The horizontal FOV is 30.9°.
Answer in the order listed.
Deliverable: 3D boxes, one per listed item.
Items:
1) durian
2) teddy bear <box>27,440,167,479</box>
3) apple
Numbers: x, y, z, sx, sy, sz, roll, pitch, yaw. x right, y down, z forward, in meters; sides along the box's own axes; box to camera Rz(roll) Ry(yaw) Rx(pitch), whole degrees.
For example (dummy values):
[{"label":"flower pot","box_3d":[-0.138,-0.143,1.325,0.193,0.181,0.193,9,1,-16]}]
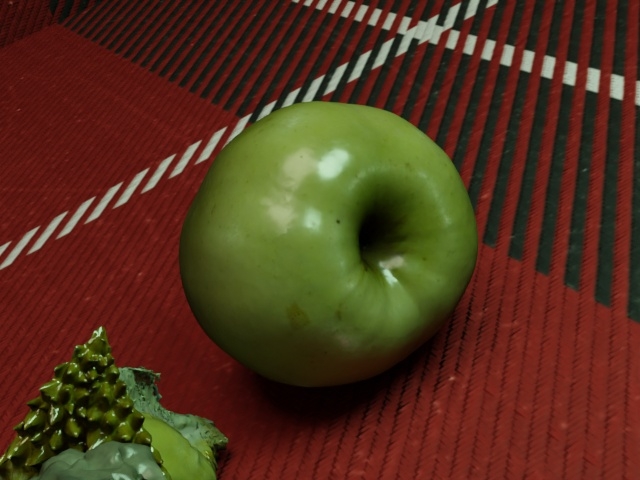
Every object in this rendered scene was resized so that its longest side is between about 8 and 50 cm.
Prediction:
[{"label":"durian","box_3d":[-0.151,0.175,0.863,0.172,0.306,0.167,-11,74,13]},{"label":"teddy bear","box_3d":[-0.158,0.337,0.596,0.357,0.224,0.367,-33,36,-4]},{"label":"apple","box_3d":[0.000,0.000,1.025,0.262,0.262,0.262,-15,30,9]}]
